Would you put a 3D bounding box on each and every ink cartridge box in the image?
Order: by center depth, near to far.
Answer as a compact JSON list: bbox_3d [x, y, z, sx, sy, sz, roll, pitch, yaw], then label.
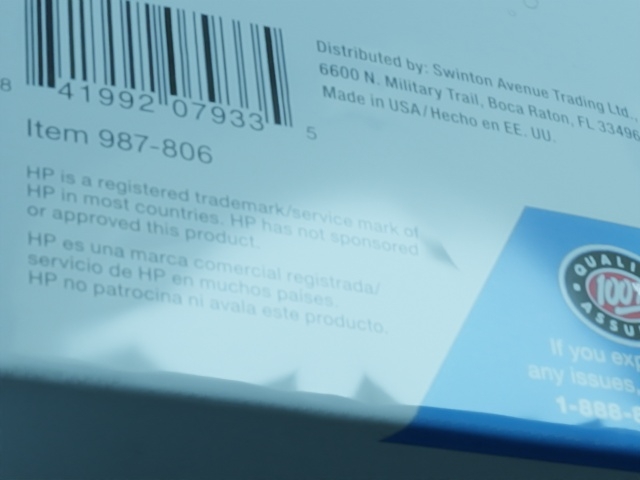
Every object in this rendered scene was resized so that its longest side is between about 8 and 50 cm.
[{"bbox_3d":[-0.020,-0.061,0.731,0.285,0.166,0.395,9,51,-21],"label":"ink cartridge box"}]
